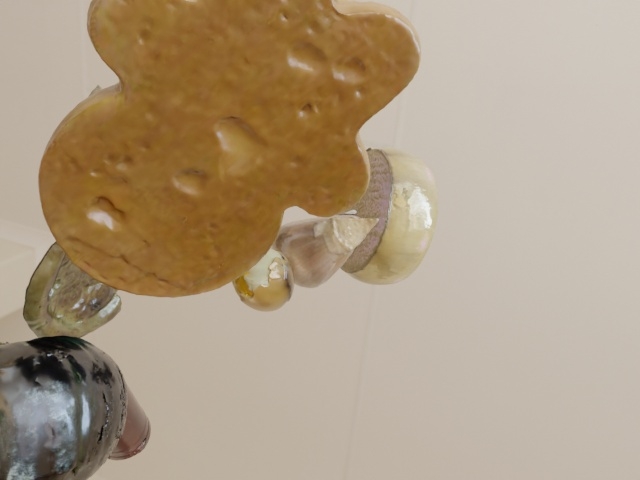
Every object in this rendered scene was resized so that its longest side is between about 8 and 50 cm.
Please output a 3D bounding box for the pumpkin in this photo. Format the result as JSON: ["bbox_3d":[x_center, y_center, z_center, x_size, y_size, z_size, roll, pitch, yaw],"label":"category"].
[{"bbox_3d":[-0.312,0.182,0.613,0.233,0.233,0.162,-22,-101,29],"label":"pumpkin"}]

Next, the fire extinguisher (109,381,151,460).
[{"bbox_3d":[-0.345,0.253,0.948,0.105,0.104,0.268,22,-33,16],"label":"fire extinguisher"}]

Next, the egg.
[{"bbox_3d":[-0.065,0.048,0.711,0.071,0.071,0.083,14,-39,19],"label":"egg"}]

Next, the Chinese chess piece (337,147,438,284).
[{"bbox_3d":[0.119,-0.047,1.197,0.112,0.270,0.269,11,-62,-21],"label":"Chinese chess piece"}]

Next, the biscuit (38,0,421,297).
[{"bbox_3d":[-0.086,-0.092,0.527,0.275,0.052,0.355,32,-68,-26],"label":"biscuit"}]

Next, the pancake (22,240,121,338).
[{"bbox_3d":[-0.266,0.026,0.747,0.029,0.212,0.235,31,-89,14],"label":"pancake"}]

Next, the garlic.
[{"bbox_3d":[-0.003,-0.001,0.968,0.149,0.266,0.128,2,-76,-3],"label":"garlic"}]

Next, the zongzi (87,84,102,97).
[{"bbox_3d":[-0.427,-0.123,1.138,0.289,0.123,0.260,50,-58,46],"label":"zongzi"}]
